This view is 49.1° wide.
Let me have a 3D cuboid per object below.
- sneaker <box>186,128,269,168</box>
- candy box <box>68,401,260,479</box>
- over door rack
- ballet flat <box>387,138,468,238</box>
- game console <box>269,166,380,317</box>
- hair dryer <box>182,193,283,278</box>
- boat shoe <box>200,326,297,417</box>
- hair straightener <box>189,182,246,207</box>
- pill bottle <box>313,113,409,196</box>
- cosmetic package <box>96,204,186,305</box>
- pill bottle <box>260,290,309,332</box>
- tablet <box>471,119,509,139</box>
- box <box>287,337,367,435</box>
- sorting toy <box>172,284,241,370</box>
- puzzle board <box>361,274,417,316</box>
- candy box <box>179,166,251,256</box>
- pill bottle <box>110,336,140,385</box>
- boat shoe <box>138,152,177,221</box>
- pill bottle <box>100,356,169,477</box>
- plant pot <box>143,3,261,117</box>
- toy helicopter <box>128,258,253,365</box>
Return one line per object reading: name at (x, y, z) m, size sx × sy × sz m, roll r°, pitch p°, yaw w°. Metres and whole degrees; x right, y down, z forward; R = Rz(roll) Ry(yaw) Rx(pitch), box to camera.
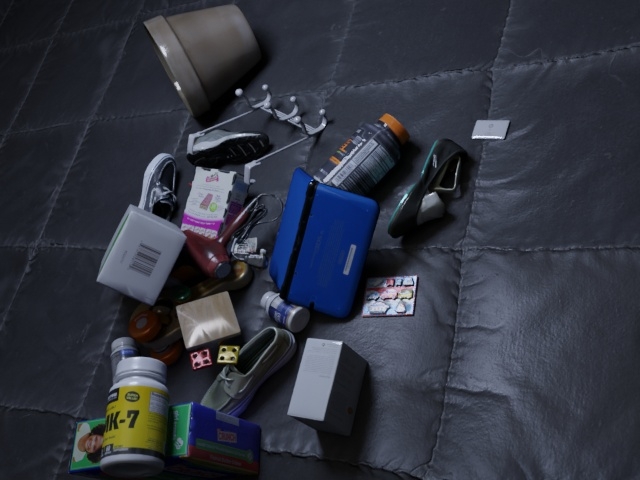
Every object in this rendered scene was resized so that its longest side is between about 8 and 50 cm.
sneaker at (-0.271, -0.289, 2.060) m, size 0.271 × 0.100 × 0.108 m, roll -5°, pitch 51°, yaw 28°
candy box at (-0.332, 0.456, 1.534) m, size 0.317 × 0.268 × 0.122 m, roll -17°, pitch 59°, yaw 23°
over door rack at (-0.170, -0.310, 1.908) m, size 0.239 × 0.108 × 0.324 m, roll 29°, pitch 54°, yaw 29°
ballet flat at (0.258, -0.117, 1.634) m, size 0.096 × 0.095 × 0.281 m, roll 24°, pitch 76°, yaw 27°
game console at (0.000, 0.000, 1.682) m, size 0.250 × 0.173 × 0.293 m, roll 18°, pitch 105°, yaw 9°
hair dryer at (-0.235, -0.002, 1.806) m, size 0.293 × 0.080 × 0.224 m, roll -5°, pitch 54°, yaw 22°
boat shoe at (-0.189, 0.313, 1.646) m, size 0.302 × 0.094 × 0.109 m, roll -47°, pitch 49°, yaw -1°
hair straightener at (-0.286, -0.139, 2.009) m, size 0.089 × 0.047 × 0.230 m, roll -51°, pitch 50°, yaw -4°
pill bottle at (0.110, -0.201, 1.748) m, size 0.246 × 0.130 × 0.130 m, roll -46°, pitch 49°, yaw -1°
cosmetic package at (-0.466, 0.028, 1.825) m, size 0.197 × 0.155 × 0.365 m, roll -65°, pitch 17°, yaw -3°
pill bottle at (-0.088, 0.168, 1.689) m, size 0.120 × 0.067 × 0.067 m, roll 26°, pitch 78°, yaw 40°
tablet at (0.408, -0.267, 1.684) m, size 0.083 × 0.006 × 0.054 m, roll 7°, pitch 67°, yaw 34°
box at (0.017, 0.312, 1.496) m, size 0.090 × 0.130 × 0.171 m, roll 1°, pitch 63°, yaw 31°
sorting toy at (-0.266, 0.208, 1.685) m, size 0.132 × 0.046 × 0.275 m, roll -17°, pitch 48°, yaw -10°
puzzle board at (0.157, 0.126, 1.600) m, size 0.128 × 0.011 × 0.097 m, roll -6°, pitch 60°, yaw 30°
candy box at (-0.295, -0.077, 1.928) m, size 0.159 × 0.071 × 0.234 m, roll 12°, pitch 86°, yaw 36°
pill bottle at (-0.512, 0.329, 1.847) m, size 0.078 × 0.078 × 0.137 m, roll -31°, pitch 51°, yaw 13°
boat shoe at (-0.474, -0.118, 2.076) m, size 0.102 × 0.108 × 0.302 m, roll 3°, pitch 67°, yaw 33°
pill bottle at (-0.357, 0.343, 1.366) m, size 0.119 × 0.119 × 0.209 m, roll -18°, pitch 54°, yaw 22°
plant pot at (-0.350, -0.587, 2.180) m, size 0.280 × 0.323 × 0.323 m, roll -30°, pitch 49°, yaw -8°
toy helicopter at (-0.342, 0.148, 1.846) m, size 0.354 × 0.140 × 0.235 m, roll -30°, pitch 41°, yaw 0°
